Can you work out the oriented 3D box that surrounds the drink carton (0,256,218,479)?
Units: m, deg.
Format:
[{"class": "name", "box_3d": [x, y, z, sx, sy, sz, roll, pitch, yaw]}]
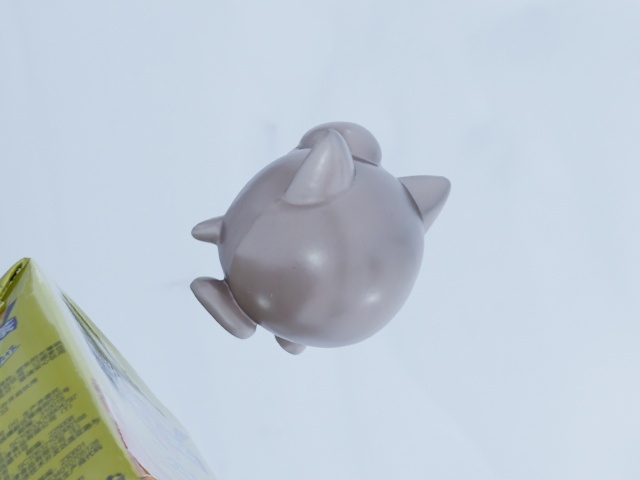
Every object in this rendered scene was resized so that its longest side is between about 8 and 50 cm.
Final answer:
[{"class": "drink carton", "box_3d": [-0.120, 0.136, 0.970, 0.154, 0.111, 0.351, 51, 178, -23]}]

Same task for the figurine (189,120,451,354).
[{"class": "figurine", "box_3d": [0.000, 0.000, 1.060, 0.138, 0.125, 0.125, -53, 43, 19]}]
